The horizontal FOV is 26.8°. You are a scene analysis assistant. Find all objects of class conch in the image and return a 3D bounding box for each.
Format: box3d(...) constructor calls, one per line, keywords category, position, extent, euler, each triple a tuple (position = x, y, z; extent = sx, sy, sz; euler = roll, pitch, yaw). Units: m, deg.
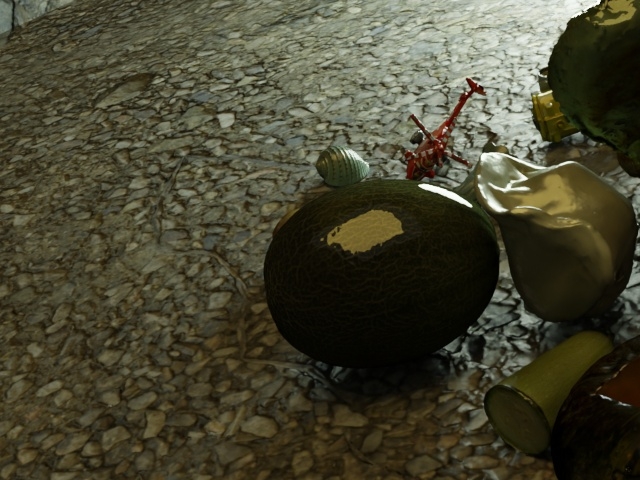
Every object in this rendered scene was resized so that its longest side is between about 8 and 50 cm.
box3d(category="conch", position=(0.035, -0.126, 2.200), extent=(0.085, 0.056, 0.076), euler=(-22, 43, -7))

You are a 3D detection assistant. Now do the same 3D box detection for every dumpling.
box3d(category="dumpling", position=(0.281, -0.013, 1.683), extent=(0.187, 0.243, 0.318), euler=(-55, 1, 16))

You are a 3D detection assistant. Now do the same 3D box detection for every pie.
box3d(category="pie", position=(0.489, -0.249, 1.689), extent=(0.395, 0.418, 0.180), euler=(-42, 56, 8))

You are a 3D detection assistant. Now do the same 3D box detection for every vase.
box3d(category="vase", position=(0.227, -0.071, 1.987), extent=(0.149, 0.081, 0.081), euler=(-41, 37, -27))

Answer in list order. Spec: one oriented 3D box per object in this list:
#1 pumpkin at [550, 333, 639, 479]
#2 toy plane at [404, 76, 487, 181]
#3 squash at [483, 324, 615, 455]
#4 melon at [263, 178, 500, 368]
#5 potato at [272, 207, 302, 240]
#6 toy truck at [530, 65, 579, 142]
box3d(category="pumpkin", position=(0.379, 0.202, 1.311), extent=(0.321, 0.192, 0.320), euler=(-21, 24, 10))
box3d(category="toy plane", position=(0.187, -0.176, 2.134), extent=(0.077, 0.126, 0.194), euler=(-21, 52, 62))
box3d(category="squash", position=(0.287, 0.157, 1.575), extent=(0.094, 0.094, 0.224), euler=(11, 34, 40))
box3d(category="melon", position=(0.080, 0.040, 1.709), extent=(0.302, 0.237, 0.237), euler=(-14, 30, 2))
box3d(category="potato", position=(0.000, 0.000, 1.980), extent=(0.107, 0.080, 0.170), euler=(-30, 34, -35))
box3d(category="toy truck", position=(0.439, -0.230, 2.116), extent=(0.227, 0.098, 0.114), euler=(-18, 33, 4))
